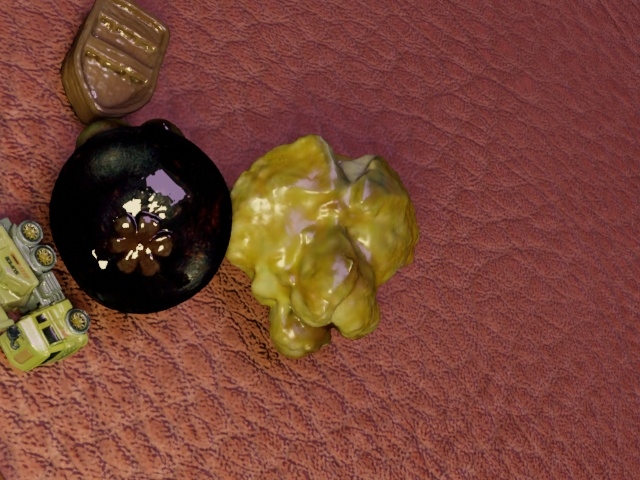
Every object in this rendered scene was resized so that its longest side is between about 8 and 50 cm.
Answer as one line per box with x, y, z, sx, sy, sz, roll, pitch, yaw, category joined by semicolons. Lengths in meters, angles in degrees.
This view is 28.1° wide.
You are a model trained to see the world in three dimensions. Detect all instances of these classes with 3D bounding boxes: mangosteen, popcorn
-0.208;-0.034;1.493;0.242;0.243;0.243;19;57;-31;mangosteen
0.001;0.005;1.623;0.276;0.225;0.277;1;74;-5;popcorn

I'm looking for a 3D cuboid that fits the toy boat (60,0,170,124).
-0.268;-0.221;1.633;0.116;0.061;0.188;32;51;-25;toy boat

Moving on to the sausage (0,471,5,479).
-0.381;0.215;1.300;0.083;0.083;0.264;-28;88;-44;sausage

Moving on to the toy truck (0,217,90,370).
-0.338;0.062;1.414;0.100;0.077;0.169;-25;86;-47;toy truck
